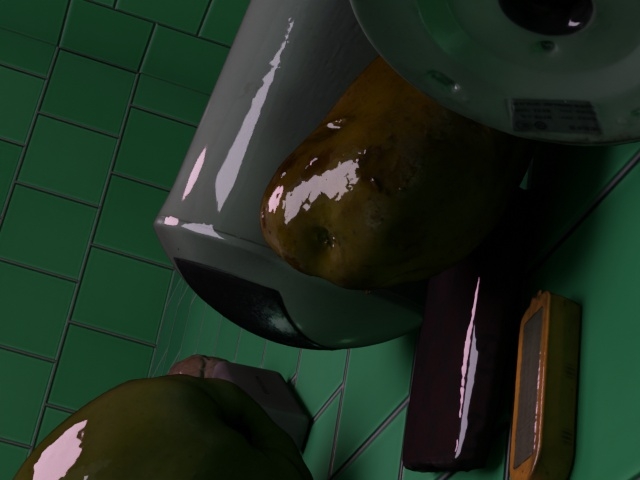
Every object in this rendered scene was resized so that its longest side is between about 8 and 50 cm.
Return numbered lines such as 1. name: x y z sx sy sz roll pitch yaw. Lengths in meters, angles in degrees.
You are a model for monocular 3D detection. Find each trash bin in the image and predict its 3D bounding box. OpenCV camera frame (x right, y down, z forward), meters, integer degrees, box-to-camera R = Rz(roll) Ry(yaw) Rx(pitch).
1. trash bin: 0.021 -0.108 1.339 0.280 0.280 0.432 173 117 -78

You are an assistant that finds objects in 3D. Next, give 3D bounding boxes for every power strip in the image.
1. power strip: 0.155 0.115 0.954 0.049 0.028 0.178 123 161 -55

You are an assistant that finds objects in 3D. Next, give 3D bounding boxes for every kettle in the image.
1. kettle: 0.183 -0.247 0.927 0.319 0.247 0.342 78 -153 -55

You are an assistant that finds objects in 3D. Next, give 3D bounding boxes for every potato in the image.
1. potato: 0.103 -0.099 1.089 0.369 0.176 0.195 -52 -29 -27

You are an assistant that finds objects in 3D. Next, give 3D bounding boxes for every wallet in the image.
1. wallet: 0.120 0.079 1.138 0.182 0.049 0.229 148 136 -72

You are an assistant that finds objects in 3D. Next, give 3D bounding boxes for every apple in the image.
1. apple: -0.169 0.320 1.454 0.357 0.357 0.357 -163 90 -79

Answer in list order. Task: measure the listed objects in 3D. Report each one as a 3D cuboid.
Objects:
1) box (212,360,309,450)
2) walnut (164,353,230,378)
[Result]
1. box: -0.083 0.213 1.794 0.243 0.103 0.055 -144 67 -78
2. walnut: -0.168 0.254 2.026 0.230 0.178 0.178 173 114 -84
